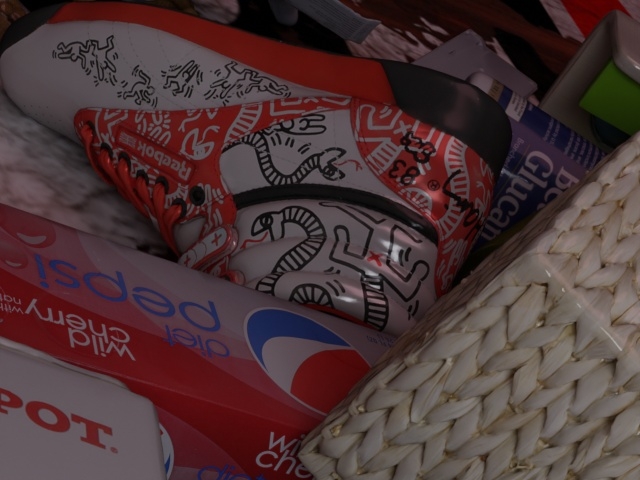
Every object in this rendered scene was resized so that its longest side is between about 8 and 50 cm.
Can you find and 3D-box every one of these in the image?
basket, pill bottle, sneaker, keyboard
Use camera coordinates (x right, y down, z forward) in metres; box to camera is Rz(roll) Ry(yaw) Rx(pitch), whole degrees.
[{"bbox_3d":[0.084,0.054,0.640,0.103,0.167,0.113,46,45,2],"label":"basket"},{"bbox_3d":[0.136,-0.018,1.086,0.169,0.094,0.094,33,25,-3],"label":"pill bottle"},{"bbox_3d":[-0.058,-0.021,0.851,0.270,0.145,0.090,12,-25,21],"label":"sneaker"},{"bbox_3d":[0.095,-0.105,1.295,0.072,0.014,0.256,42,26,5],"label":"keyboard"}]

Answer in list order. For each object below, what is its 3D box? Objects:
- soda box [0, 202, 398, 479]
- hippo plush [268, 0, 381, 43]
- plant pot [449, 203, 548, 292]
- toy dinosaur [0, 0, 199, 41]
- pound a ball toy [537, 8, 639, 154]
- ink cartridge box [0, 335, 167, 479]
[{"bbox_3d":[-0.059,0.065,0.709,0.263,0.083,0.092,20,28,-30],"label":"soda box"},{"bbox_3d":[-0.055,-0.270,1.057,0.294,0.236,0.234,18,3,-28],"label":"hippo plush"},{"bbox_3d":[0.205,0.055,0.895,0.294,0.274,0.275,-6,45,-34],"label":"plant pot"},{"bbox_3d":[-0.077,-0.093,1.001,0.212,0.064,0.112,13,33,-1],"label":"toy dinosaur"},{"bbox_3d":[0.318,-0.049,1.233,0.319,0.208,0.135,30,25,-8],"label":"pound a ball toy"},{"bbox_3d":[-0.138,0.131,0.454,0.197,0.114,0.273,22,28,-23],"label":"ink cartridge box"}]
